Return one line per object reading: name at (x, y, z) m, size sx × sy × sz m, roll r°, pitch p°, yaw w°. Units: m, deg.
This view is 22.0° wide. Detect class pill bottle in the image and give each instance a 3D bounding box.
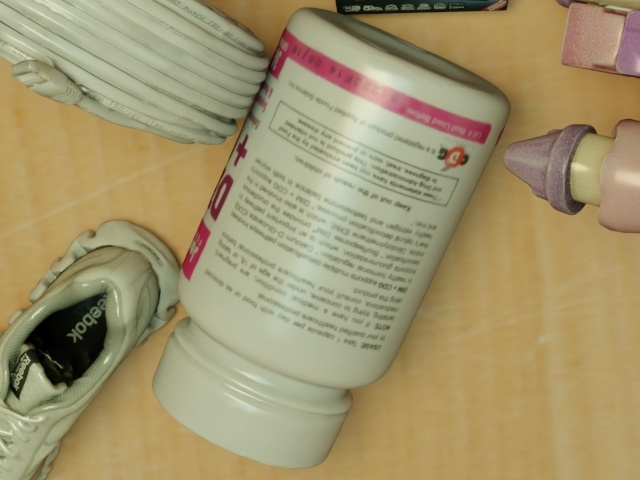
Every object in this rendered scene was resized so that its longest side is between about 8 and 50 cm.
pill bottle at (0.000, 0.000, 1.113) m, size 0.160 × 0.160 × 0.283 m, roll 24°, pitch 102°, yaw -1°

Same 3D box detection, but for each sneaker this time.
sneaker at (-0.217, 0.113, 1.176) m, size 0.110 × 0.118 × 0.292 m, roll 37°, pitch 103°, yaw -5°

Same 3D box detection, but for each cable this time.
cable at (-0.156, -0.150, 1.047) m, size 0.257 × 0.257 × 0.089 m, roll 35°, pitch 100°, yaw 40°

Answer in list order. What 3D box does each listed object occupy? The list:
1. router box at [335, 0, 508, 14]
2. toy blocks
router box at (0.067, -0.192, 1.101) m, size 0.123 × 0.092 × 0.038 m, roll -2°, pitch 65°, yaw 5°
toy blocks at (0.240, -0.141, 1.046) m, size 0.260 × 0.309 × 0.288 m, roll 13°, pitch 96°, yaw 29°
